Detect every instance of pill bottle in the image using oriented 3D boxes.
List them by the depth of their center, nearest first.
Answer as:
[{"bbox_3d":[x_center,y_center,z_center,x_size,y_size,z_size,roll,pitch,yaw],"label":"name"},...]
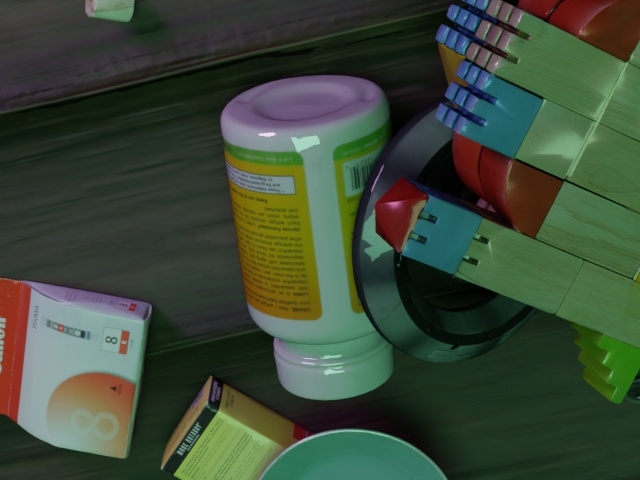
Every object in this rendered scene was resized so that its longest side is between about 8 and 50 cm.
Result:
[{"bbox_3d":[0.000,0.000,1.373,0.136,0.136,0.246,-5,114,5],"label":"pill bottle"}]

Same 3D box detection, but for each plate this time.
[{"bbox_3d":[0.028,0.245,1.480,0.188,0.024,0.188,1,112,1],"label":"plate"}]

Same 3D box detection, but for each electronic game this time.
[{"bbox_3d":[0.120,-0.011,1.353,0.229,0.048,0.229,-12,112,-33],"label":"electronic game"}]

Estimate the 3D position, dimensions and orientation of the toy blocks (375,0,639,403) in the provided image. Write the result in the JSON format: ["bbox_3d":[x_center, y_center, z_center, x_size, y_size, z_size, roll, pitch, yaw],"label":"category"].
[{"bbox_3d":[0.193,-0.097,1.251,0.261,0.191,0.381,21,101,-27],"label":"toy blocks"}]

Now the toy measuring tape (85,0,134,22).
[{"bbox_3d":[-0.098,-0.276,1.240,0.121,0.121,0.330,23,124,-7],"label":"toy measuring tape"}]

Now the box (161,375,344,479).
[{"bbox_3d":[-0.023,0.219,1.517,0.232,0.058,0.087,30,112,-9],"label":"box"}]

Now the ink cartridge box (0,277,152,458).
[{"bbox_3d":[-0.247,0.110,1.490,0.179,0.045,0.145,9,114,-3],"label":"ink cartridge box"}]
